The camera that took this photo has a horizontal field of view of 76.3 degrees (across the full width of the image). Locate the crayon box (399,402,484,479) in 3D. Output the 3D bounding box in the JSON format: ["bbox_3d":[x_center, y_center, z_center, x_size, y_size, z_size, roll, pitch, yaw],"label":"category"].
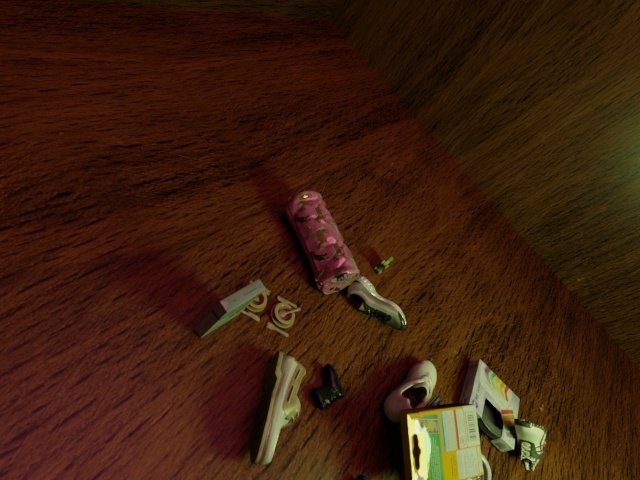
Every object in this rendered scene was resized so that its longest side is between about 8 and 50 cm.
[{"bbox_3d":[0.349,0.609,1.221,0.322,0.083,0.203,11,69,-35],"label":"crayon box"}]

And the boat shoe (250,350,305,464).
[{"bbox_3d":[-0.105,0.446,1.095,0.103,0.113,0.302,26,43,-13],"label":"boat shoe"}]

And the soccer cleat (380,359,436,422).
[{"bbox_3d":[0.343,0.507,1.396,0.331,0.143,0.116,-25,77,-47],"label":"soccer cleat"}]

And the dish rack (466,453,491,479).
[{"bbox_3d":[0.416,0.791,1.284,0.285,0.072,0.333,37,41,-9],"label":"dish rack"}]

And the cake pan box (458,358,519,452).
[{"bbox_3d":[0.671,0.651,1.616,0.246,0.070,0.267,45,41,2],"label":"cake pan box"}]

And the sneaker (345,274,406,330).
[{"bbox_3d":[0.203,0.253,1.534,0.271,0.100,0.108,39,51,1],"label":"sneaker"}]

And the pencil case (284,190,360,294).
[{"bbox_3d":[0.000,0.000,1.514,0.386,0.160,0.167,65,15,21],"label":"pencil case"}]

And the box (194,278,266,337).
[{"bbox_3d":[-0.251,0.188,1.123,0.038,0.186,0.145,54,41,6],"label":"box"}]

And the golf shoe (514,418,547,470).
[{"bbox_3d":[0.792,0.767,1.532,0.273,0.105,0.120,56,50,-34],"label":"golf shoe"}]

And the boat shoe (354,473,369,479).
[{"bbox_3d":[0.200,0.740,1.120,0.258,0.109,0.089,42,37,-7],"label":"boat shoe"}]

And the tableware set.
[{"bbox_3d":[-0.159,0.209,1.297,0.194,0.039,0.128,32,42,-16],"label":"tableware set"}]

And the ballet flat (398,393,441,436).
[{"bbox_3d":[0.344,0.591,1.344,0.188,0.070,0.070,-35,82,-14],"label":"ballet flat"}]

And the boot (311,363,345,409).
[{"bbox_3d":[0.014,0.449,1.247,0.099,0.045,0.121,-10,65,-40],"label":"boot"}]

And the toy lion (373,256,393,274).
[{"bbox_3d":[0.274,0.097,1.711,0.096,0.100,0.034,-35,81,-30],"label":"toy lion"}]
